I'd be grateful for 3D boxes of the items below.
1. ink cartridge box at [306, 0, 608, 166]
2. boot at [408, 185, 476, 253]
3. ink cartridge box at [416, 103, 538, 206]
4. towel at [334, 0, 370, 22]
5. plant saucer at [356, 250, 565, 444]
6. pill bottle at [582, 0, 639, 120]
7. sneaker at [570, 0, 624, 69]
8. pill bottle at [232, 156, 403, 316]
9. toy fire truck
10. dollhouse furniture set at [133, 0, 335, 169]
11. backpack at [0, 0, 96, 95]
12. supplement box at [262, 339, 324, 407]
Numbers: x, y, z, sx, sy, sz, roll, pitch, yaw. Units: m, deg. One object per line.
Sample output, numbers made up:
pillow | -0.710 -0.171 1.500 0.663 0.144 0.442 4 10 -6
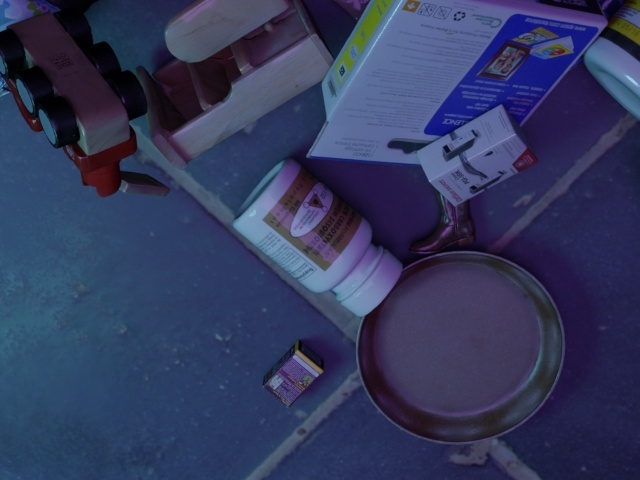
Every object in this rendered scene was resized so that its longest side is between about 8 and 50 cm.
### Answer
ink cartridge box | 0.166 -0.217 1.486 0.304 0.072 0.307 2 145 -29
boot | 0.171 -0.043 1.651 0.106 0.037 0.114 -14 110 -8
ink cartridge box | 0.215 -0.114 1.555 0.135 0.056 0.099 -29 148 18
towel | 0.186 -0.383 1.548 0.324 0.056 0.312 42 106 -13
plant saucer | 0.208 0.157 1.706 0.311 0.050 0.310 0 107 2
pill bottle | 0.519 -0.306 1.479 0.188 0.188 0.334 41 97 -11
sneaker | 0.364 -0.282 1.563 0.053 0.059 0.144 41 102 -8
pill bottle | 0.000 0.000 1.618 0.229 0.131 0.131 40 104 -11
toy fire truck | -0.291 -0.145 1.435 0.159 0.217 0.246 -26 146 -23
dollhouse furniture set | -0.192 -0.321 1.418 0.256 0.362 0.394 -31 134 8
backpack | -0.505 -0.288 1.494 0.356 0.273 0.290 -36 118 23
supplement box | -0.041 0.203 1.726 0.055 0.043 0.083 41 102 -11
